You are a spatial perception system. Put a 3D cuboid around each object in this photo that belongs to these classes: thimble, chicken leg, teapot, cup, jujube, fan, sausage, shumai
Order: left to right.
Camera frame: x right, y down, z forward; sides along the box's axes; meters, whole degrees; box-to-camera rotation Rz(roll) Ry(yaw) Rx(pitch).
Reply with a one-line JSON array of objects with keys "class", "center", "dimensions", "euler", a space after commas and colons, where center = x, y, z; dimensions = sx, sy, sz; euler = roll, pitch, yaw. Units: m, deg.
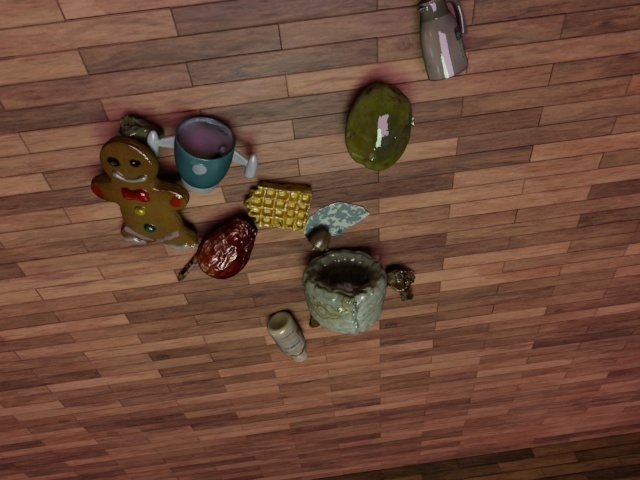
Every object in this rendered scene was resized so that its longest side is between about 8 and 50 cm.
[{"class": "shumai", "center": [-0.500, -0.298, 1.134], "dimensions": [0.099, 0.124, 0.087], "euler": [-38, 81, 20]}, {"class": "sausage", "center": [-0.454, 0.083, 1.468], "dimensions": [0.025, 0.028, 0.198], "euler": [44, 116, -3]}, {"class": "cup", "center": [-0.329, -0.224, 1.159], "dimensions": [0.300, 0.167, 0.173], "euler": [12, 141, -15]}, {"class": "jujube", "center": [-0.301, 0.020, 1.366], "dimensions": [0.168, 0.168, 0.236], "euler": [33, 107, -28]}, {"class": "teapot", "center": [0.000, 0.000, 1.439], "dimensions": [0.080, 0.085, 0.110], "euler": [-52, 148, 5]}, {"class": "fan", "center": [0.049, -0.070, 1.421], "dimensions": [0.240, 0.009, 0.131], "euler": [-18, 128, 8]}, {"class": "thimble", "center": [0.089, 0.179, 1.447], "dimensions": [0.292, 0.291, 0.195], "euler": [-7, 128, -2]}, {"class": "chicken leg", "center": [0.314, 0.166, 1.608], "dimensions": [0.125, 0.080, 0.196], "euler": [-33, 133, 30]}]

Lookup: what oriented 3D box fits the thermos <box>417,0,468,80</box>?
[{"class": "thermos", "center": [0.311, -0.526, 1.046], "dimensions": [0.137, 0.105, 0.193], "euler": [-35, 121, -12]}]

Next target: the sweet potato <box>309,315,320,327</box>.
[{"class": "sweet potato", "center": [-0.017, 0.294, 1.675], "dimensions": [0.053, 0.054, 0.182], "euler": [-9, 127, -12]}]

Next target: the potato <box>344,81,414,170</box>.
[{"class": "potato", "center": [0.165, -0.311, 1.160], "dimensions": [0.197, 0.148, 0.228], "euler": [12, 125, -34]}]

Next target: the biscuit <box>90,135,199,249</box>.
[{"class": "biscuit", "center": [-0.522, -0.113, 1.206], "dimensions": [0.283, 0.064, 0.432], "euler": [8, 142, -1]}]

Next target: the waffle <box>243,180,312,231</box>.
[{"class": "waffle", "center": [-0.143, -0.109, 1.336], "dimensions": [0.211, 0.055, 0.160], "euler": [4, 128, -11]}]

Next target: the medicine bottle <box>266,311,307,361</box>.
[{"class": "medicine bottle", "center": [-0.125, 0.409, 1.714], "dimensions": [0.114, 0.114, 0.252], "euler": [-18, 128, 7]}]
